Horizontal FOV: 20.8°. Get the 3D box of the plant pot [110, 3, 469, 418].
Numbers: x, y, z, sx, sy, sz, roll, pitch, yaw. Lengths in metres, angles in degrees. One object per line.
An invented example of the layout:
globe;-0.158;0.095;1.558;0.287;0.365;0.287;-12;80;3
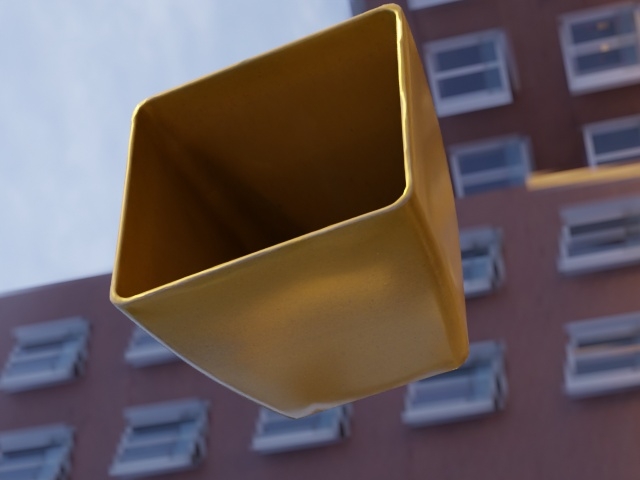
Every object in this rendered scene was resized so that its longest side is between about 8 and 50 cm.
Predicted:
plant pot;0.000;0.000;1.207;0.212;0.212;0.187;-90;-26;-48
